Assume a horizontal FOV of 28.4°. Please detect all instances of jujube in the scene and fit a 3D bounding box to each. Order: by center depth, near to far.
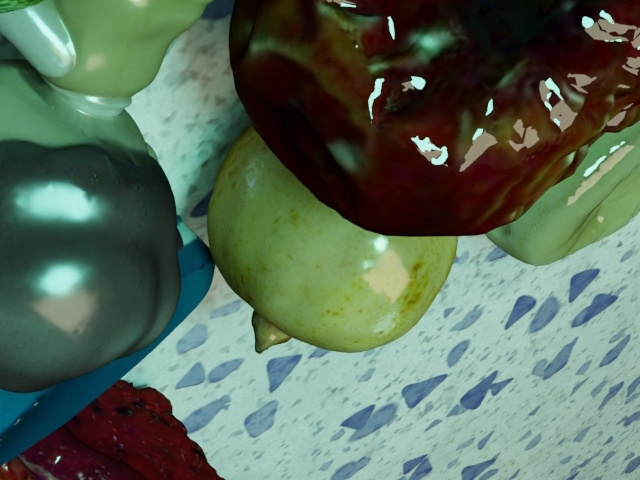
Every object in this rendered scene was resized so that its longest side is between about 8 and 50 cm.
[{"bbox_3d":[0.126,-0.169,0.858,0.377,0.276,0.276,-37,151,-25],"label":"jujube"}]

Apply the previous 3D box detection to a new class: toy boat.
[{"bbox_3d":[-0.192,0.085,0.963,0.299,0.061,0.096,-41,160,-39],"label":"toy boat"}]

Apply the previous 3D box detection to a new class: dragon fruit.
[{"bbox_3d":[-0.233,0.196,1.091,0.302,0.240,0.330,-23,134,25],"label":"dragon fruit"}]

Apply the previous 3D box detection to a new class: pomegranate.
[{"bbox_3d":[0.009,-0.013,1.012,0.207,0.207,0.207,-29,148,-20],"label":"pomegranate"}]

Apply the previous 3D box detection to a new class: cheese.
[{"bbox_3d":[0.272,-0.073,1.317,0.218,0.117,0.235,5,131,-53],"label":"cheese"}]

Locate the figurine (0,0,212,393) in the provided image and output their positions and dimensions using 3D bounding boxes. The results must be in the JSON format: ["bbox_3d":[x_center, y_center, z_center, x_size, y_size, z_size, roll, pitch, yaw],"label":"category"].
[{"bbox_3d":[-0.175,-0.083,0.782,0.218,0.206,0.365,-24,129,-70],"label":"figurine"}]

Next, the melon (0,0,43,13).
[{"bbox_3d":[-0.197,-0.220,0.514,0.331,0.226,0.344,7,139,-1],"label":"melon"}]
